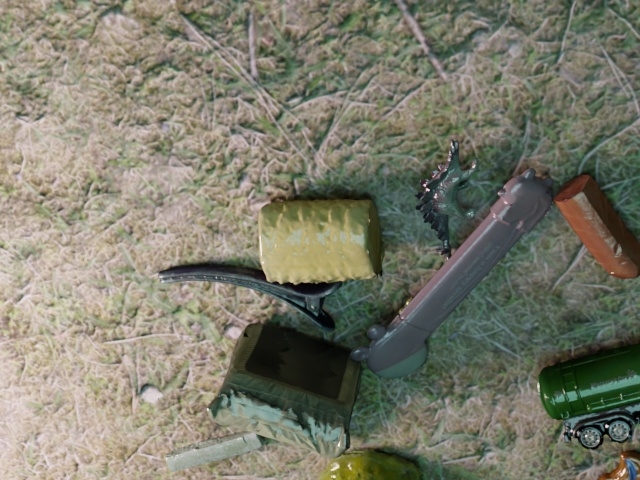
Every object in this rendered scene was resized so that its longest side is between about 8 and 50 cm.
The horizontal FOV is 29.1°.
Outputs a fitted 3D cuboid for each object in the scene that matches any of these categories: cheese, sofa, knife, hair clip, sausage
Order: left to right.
[{"bbox_3d":[-0.106,0.064,1.821,0.275,0.048,0.083,13,118,9],"label":"hair clip"},{"bbox_3d":[-0.056,0.251,1.794,0.210,0.225,0.176,17,112,-2],"label":"sofa"},{"bbox_3d":[0.000,0.000,1.742,0.167,0.094,0.123,-3,120,14],"label":"cheese"},{"bbox_3d":[0.192,0.053,1.752,0.132,0.038,0.399,20,121,-39],"label":"knife"},{"bbox_3d":[0.391,-0.010,1.692,0.065,0.065,0.169,-32,106,21],"label":"sausage"}]

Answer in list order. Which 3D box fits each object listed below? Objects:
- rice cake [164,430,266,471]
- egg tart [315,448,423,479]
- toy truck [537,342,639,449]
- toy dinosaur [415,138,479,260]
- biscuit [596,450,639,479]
[{"bbox_3d":[-0.168,0.331,1.956,0.170,0.029,0.033,-17,106,17],"label":"rice cake"},{"bbox_3d":[0.075,0.422,1.932,0.197,0.078,0.197,4,118,7],"label":"egg tart"},{"bbox_3d":[0.438,0.212,1.766,0.242,0.101,0.125,-16,99,19],"label":"toy truck"},{"bbox_3d":[0.173,-0.049,1.711,0.082,0.039,0.209,-9,127,-8],"label":"toy dinosaur"},{"bbox_3d":[0.512,0.394,1.873,0.280,0.043,0.183,-14,115,18],"label":"biscuit"}]
